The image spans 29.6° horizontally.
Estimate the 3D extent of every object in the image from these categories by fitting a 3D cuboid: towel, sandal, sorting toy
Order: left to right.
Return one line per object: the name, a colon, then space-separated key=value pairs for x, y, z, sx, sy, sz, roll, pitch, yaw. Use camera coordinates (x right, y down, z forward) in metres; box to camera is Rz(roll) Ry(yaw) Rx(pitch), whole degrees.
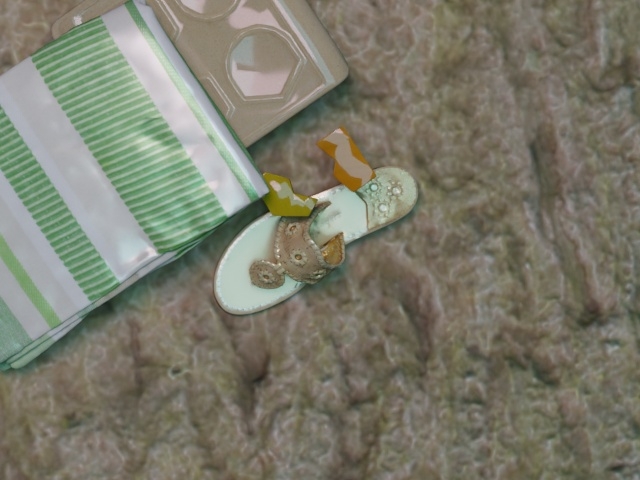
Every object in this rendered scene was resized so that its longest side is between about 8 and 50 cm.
towel: x=-0.244 y=-0.055 z=1.174 sx=0.324 sy=0.038 sz=0.248 roll=-33 pitch=91 yaw=4
sorting toy: x=-0.092 y=-0.149 z=1.204 sx=0.229 sy=0.041 sz=0.307 roll=-34 pitch=92 yaw=3
sandal: x=-0.003 y=-0.006 z=1.221 sx=0.240 sy=0.079 sz=0.088 roll=-31 pitch=96 yaw=-8
